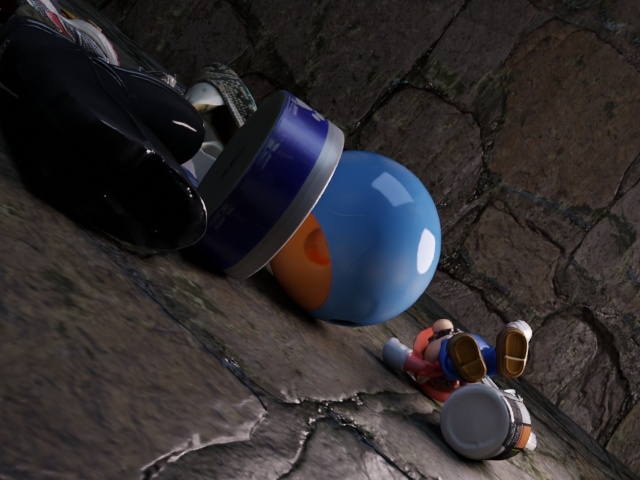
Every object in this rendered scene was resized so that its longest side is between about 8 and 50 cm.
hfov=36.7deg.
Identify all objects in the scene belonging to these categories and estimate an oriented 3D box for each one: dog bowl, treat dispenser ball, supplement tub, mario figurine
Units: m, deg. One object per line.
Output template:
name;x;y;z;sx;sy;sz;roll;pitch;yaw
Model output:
dog bowl;-0.088;-0.080;1.377;0.104;0.265;0.265;36;6;-16
treat dispenser ball;0.053;-0.003;1.579;0.288;0.288;0.288;39;6;-5
supplement tub;0.271;0.295;1.553;0.117;0.117;0.190;43;5;26
mario figurine;0.233;0.180;1.669;0.198;0.170;0.320;31;-15;-5

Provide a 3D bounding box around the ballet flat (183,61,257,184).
ballet flat;-0.177;-0.171;1.797;0.182;0.164;0.483;4;47;-46

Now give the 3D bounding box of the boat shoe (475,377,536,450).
boat shoe;0.384;0.348;2.054;0.227;0.081;0.079;43;7;34

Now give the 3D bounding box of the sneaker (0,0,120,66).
sneaker;-0.511;-0.377;1.821;0.299;0.121;0.112;40;35;-6

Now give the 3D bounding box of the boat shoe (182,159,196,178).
boat shoe;-0.317;-0.222;1.952;0.258;0.095;0.084;49;-3;-26

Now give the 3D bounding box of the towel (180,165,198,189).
towel;-0.306;-0.145;1.642;0.285;0.034;0.209;37;7;-27

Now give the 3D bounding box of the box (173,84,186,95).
box;-0.270;-0.269;2.538;0.318;0.097;0.395;40;5;18

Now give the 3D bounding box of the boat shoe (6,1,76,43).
boat shoe;-0.435;-0.284;1.573;0.302;0.098;0.109;41;-8;34

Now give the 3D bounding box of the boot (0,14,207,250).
boot;-0.241;-0.126;1.289;0.367;0.146;0.445;23;11;-37

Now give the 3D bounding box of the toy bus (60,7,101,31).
toy bus;-0.518;-0.424;2.064;0.191;0.104;0.202;37;7;-29

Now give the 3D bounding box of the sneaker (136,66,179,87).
sneaker;-0.337;-0.299;2.136;0.228;0.132;0.086;39;6;-2
